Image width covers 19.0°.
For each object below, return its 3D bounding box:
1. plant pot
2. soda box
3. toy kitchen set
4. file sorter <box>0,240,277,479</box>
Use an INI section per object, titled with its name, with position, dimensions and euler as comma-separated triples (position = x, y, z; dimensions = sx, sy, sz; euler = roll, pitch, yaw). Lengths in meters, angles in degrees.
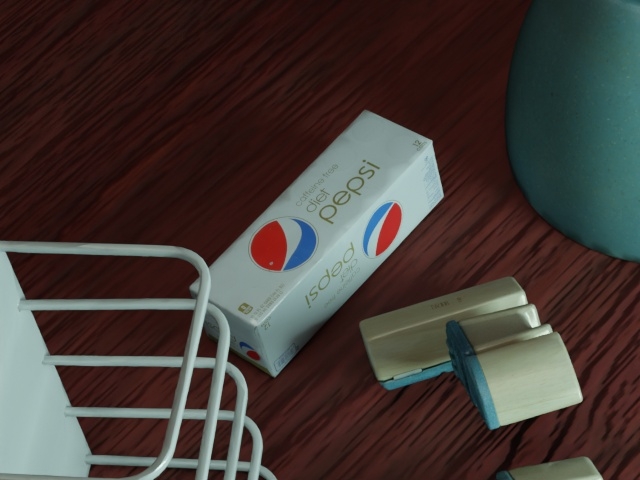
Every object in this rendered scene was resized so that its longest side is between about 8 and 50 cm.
[plant pot]
position = 0.275, -0.152, 1.459
dimensions = 0.290, 0.195, 0.290
euler = -7, 50, 8
[soda box]
position = 0.000, 0.000, 1.481
dimensions = 0.074, 0.069, 0.216
euler = 28, 62, 32
[toy kitchen set]
position = 0.116, 0.140, 1.345
dimensions = 0.122, 0.166, 0.207
euler = -16, 13, -1
[file sorter]
position = -0.140, 0.150, 1.255
dimensions = 0.173, 0.278, 0.193
euler = 1, 51, 11
